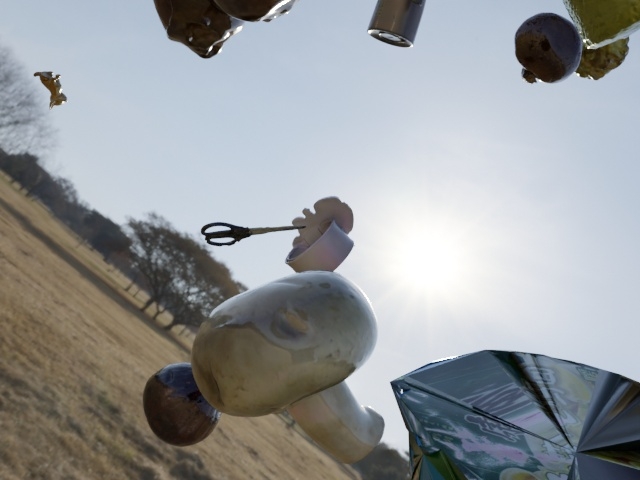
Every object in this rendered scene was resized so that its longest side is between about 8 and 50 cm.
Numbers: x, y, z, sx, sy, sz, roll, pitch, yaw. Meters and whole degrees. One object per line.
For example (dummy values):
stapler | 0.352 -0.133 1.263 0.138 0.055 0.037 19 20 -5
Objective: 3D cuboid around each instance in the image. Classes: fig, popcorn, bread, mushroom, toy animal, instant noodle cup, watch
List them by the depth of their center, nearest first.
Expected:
instant noodle cup | 0.163 0.206 0.378 0.240 0.178 0.240 4 14 -1
bread | 0.386 -0.320 0.688 0.114 0.129 0.111 53 24 -4
mushroom | -0.030 0.173 0.895 0.356 0.315 0.315 20 -3 -30
mushroom | 0.393 -0.335 0.928 0.127 0.127 0.087 44 -14 -13
fig | -0.308 0.379 1.311 0.203 0.249 0.186 54 15 5
toy animal | -0.671 -0.372 1.330 0.081 0.083 0.060 7 31 -12
popcorn | 0.782 -0.545 1.503 0.142 0.173 0.173 16 -17 1
watch | 0.000 0.000 1.637 0.196 0.244 0.231 47 20 -11

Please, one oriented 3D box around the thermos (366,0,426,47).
thermos | 0.184 -0.518 1.121 0.105 0.193 0.137 16 9 -19

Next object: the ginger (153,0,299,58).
ginger | -0.076 -0.363 0.397 0.254 0.176 0.418 24 -63 59

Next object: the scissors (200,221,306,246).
scissors | -0.188 -0.024 1.516 0.300 0.022 0.109 -4 -33 7
